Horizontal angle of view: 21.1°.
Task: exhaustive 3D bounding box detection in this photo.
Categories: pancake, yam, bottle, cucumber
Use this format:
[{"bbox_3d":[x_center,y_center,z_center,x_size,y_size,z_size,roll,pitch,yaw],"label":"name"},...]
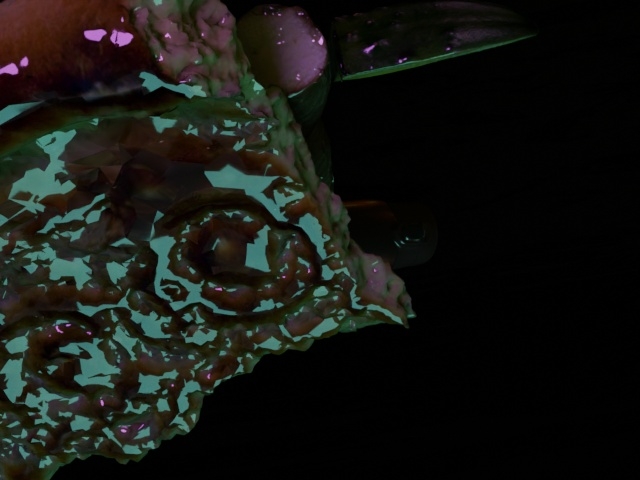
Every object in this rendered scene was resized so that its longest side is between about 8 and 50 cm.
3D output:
[{"bbox_3d":[-0.159,0.037,0.900,0.426,0.067,0.305,-32,124,26],"label":"pancake"},{"bbox_3d":[-0.022,-0.058,0.958,0.061,0.061,0.253,-10,163,-2],"label":"yam"},{"bbox_3d":[0.000,0.000,1.173,0.164,0.060,0.060,-5,162,-23],"label":"bottle"},{"bbox_3d":[0.056,-0.108,0.886,0.107,0.035,0.067,-12,-179,-3],"label":"cucumber"}]
